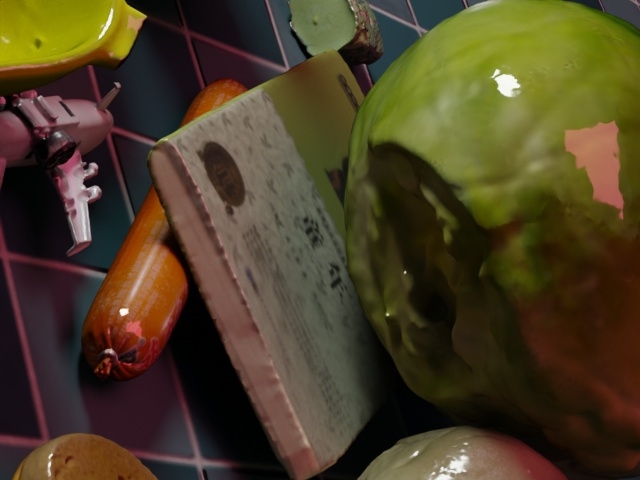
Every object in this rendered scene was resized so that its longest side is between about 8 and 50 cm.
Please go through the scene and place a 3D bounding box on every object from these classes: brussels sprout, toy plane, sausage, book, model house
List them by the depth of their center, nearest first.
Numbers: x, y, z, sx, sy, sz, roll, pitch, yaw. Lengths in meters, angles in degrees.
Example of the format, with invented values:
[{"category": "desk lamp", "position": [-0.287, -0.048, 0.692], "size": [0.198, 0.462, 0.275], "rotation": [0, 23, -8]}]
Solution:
[{"category": "toy plane", "position": [-0.176, -0.066, 1.071], "size": [0.162, 0.065, 0.171], "rotation": [50, 33, 9]}, {"category": "sausage", "position": [-0.094, -0.016, 1.152], "size": [0.053, 0.053, 0.348], "rotation": [46, 31, -19]}, {"category": "brussels sprout", "position": [0.142, 0.002, 1.183], "size": [0.344, 0.268, 0.344], "rotation": [5, 90, -65]}, {"category": "book", "position": [0.000, 0.000, 1.233], "size": [0.239, 0.035, 0.352], "rotation": [65, 25, -7]}, {"category": "model house", "position": [0.020, -0.193, 1.484], "size": [0.083, 0.066, 0.078], "rotation": [-1, 64, -58]}]

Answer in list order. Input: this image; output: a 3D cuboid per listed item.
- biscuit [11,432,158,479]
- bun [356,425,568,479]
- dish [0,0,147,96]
[{"category": "biscuit", "position": [-0.113, 0.192, 0.929], "size": [0.170, 0.050, 0.170], "rotation": [47, 26, -32]}, {"category": "bun", "position": [0.075, 0.181, 1.119], "size": [0.167, 0.173, 0.113], "rotation": [-31, 72, -30]}, {"category": "dish", "position": [-0.244, -0.148, 0.960], "size": [0.262, 0.108, 0.221], "rotation": [-4, 66, -36]}]
